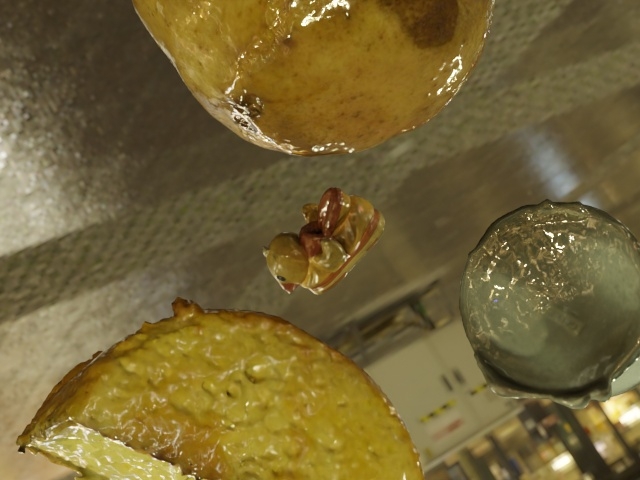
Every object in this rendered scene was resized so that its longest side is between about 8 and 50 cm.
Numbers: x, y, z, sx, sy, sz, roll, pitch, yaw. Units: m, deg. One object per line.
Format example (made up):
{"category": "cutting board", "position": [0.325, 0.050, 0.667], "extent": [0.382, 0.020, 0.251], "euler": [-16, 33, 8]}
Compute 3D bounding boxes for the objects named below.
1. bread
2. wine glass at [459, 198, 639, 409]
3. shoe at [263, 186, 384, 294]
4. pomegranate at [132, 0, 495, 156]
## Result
{"category": "bread", "position": [-0.048, 0.120, 0.792], "extent": [0.147, 0.261, 0.160], "euler": [-69, -171, -25]}
{"category": "wine glass", "position": [0.149, 0.042, 0.680], "extent": [0.103, 0.103, 0.222], "euler": [-36, 163, 14]}
{"category": "shoe", "position": [0.001, -0.003, 1.107], "extent": [0.109, 0.072, 0.069], "euler": [-29, 128, 30]}
{"category": "pomegranate", "position": [0.003, -0.204, 0.899], "extent": [0.281, 0.281, 0.281], "euler": [-30, 166, -8]}
